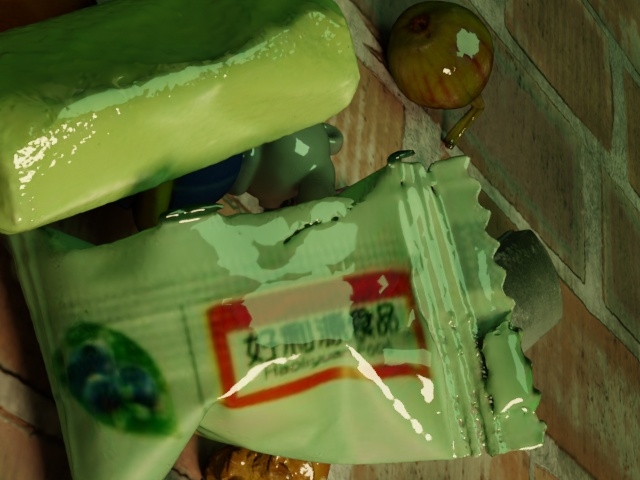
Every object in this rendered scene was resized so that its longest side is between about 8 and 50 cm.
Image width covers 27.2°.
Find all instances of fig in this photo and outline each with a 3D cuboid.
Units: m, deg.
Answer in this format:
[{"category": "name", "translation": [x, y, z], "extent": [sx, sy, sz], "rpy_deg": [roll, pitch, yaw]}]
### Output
[{"category": "fig", "translation": [0.173, -0.223, 1.729], "extent": [0.186, 0.142, 0.148], "rpy_deg": [31, 76, -31]}]

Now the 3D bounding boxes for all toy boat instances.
[{"category": "toy boat", "translation": [0.211, 0.093, 1.694], "extent": [0.319, 0.092, 0.141], "rpy_deg": [-30, 102, -51]}]

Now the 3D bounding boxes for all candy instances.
[{"category": "candy", "translation": [-0.032, 0.077, 1.059], "extent": [0.172, 0.398, 0.262], "rpy_deg": [178, -98, -77]}, {"category": "candy", "translation": [-0.132, -0.118, 1.020], "extent": [0.343, 0.142, 0.132], "rpy_deg": [-23, 127, -32]}]

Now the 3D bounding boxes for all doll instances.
[{"category": "doll", "translation": [-0.099, -0.123, 1.208], "extent": [0.311, 0.243, 0.159], "rpy_deg": [-99, -173, -53]}]

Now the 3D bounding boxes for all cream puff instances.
[{"category": "cream puff", "translation": [-0.045, 0.220, 1.215], "extent": [0.116, 0.122, 0.094], "rpy_deg": [-20, 83, -20]}]

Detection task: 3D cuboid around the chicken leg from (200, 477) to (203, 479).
[{"category": "chicken leg", "translation": [-0.096, 0.327, 1.115], "extent": [0.105, 0.063, 0.233], "rpy_deg": [-16, 88, -64]}]

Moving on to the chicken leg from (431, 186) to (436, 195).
[{"category": "chicken leg", "translation": [0.102, -0.025, 1.613], "extent": [0.253, 0.051, 0.106], "rpy_deg": [-9, 77, -58]}]

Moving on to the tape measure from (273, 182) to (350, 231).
[{"category": "tape measure", "translation": [0.000, 0.000, 1.414], "extent": [0.118, 0.074, 0.125], "rpy_deg": [-18, 89, -58]}]

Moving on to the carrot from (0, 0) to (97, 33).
[{"category": "carrot", "translation": [-0.261, -0.269, 1.060], "extent": [0.159, 0.159, 0.225], "rpy_deg": [24, 54, -51]}]
